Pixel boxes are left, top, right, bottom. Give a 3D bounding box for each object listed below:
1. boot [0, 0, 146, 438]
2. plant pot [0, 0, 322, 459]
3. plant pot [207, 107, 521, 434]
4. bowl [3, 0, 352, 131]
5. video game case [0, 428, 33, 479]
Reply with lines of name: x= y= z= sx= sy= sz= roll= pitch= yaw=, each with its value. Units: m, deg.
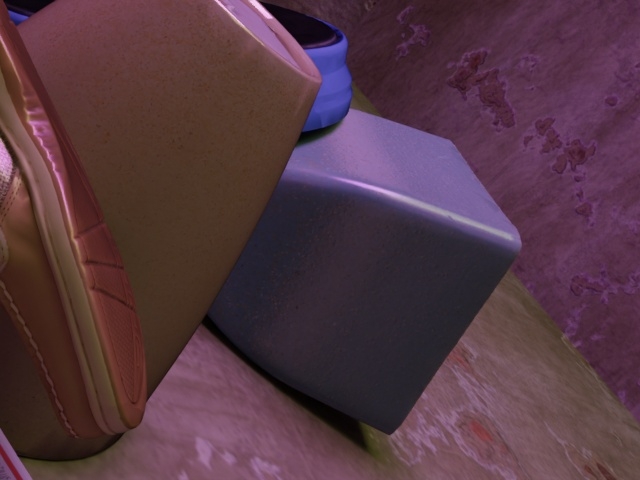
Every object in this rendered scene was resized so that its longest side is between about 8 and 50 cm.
boot: x=-0.214 y=0.003 z=0.460 sx=0.095 sy=0.203 sz=0.262 roll=128 pitch=-62 yaw=-85
plant pot: x=-0.135 y=-0.047 z=0.617 sx=0.256 sy=0.274 sz=0.256 roll=42 pitch=14 yaw=-13
plant pot: x=0.000 y=0.000 z=0.965 sx=0.252 sy=0.248 sz=0.247 roll=21 pitch=23 yaw=-22
bowl: x=-0.157 y=-0.197 z=0.959 sx=0.390 sy=0.077 sz=0.391 roll=8 pitch=21 yaw=-3
video game case: x=-0.188 y=0.167 z=0.378 sx=0.204 sy=0.025 sz=0.285 roll=50 pitch=15 yaw=19
